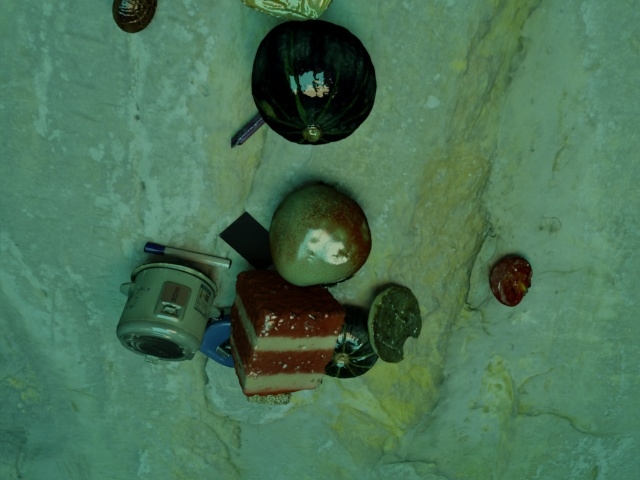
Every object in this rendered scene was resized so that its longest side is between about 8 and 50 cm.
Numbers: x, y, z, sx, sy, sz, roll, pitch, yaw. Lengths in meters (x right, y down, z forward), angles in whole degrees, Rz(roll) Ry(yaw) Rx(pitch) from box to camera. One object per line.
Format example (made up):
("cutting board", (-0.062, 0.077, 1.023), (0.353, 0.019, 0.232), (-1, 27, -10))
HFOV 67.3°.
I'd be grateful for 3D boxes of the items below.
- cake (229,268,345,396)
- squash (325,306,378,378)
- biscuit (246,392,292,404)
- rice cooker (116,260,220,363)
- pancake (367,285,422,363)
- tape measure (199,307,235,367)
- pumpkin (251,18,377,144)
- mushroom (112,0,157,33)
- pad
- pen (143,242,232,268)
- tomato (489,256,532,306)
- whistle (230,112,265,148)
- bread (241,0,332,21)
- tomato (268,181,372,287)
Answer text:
("cake", (-0.124, 0.273, 1.455), (0.269, 0.270, 0.320), (5, 115, -28))
("squash", (0.078, 0.346, 1.614), (0.252, 0.165, 0.252), (2, 119, 3))
("biscuit", (-0.189, 0.566, 1.785), (0.168, 0.082, 0.070), (7, 109, 0))
("rice cooker", (-0.456, 0.202, 1.450), (0.316, 0.317, 0.264), (19, 144, -12))
("pancake", (0.242, 0.270, 1.568), (0.253, 0.037, 0.254), (0, 90, -36))
("tape measure", (-0.265, 0.377, 1.666), (0.351, 0.098, 0.215), (40, 113, -24))
("pumpkin", (-0.019, -0.349, 1.133), (0.315, 0.239, 0.315), (0, 159, 0))
("mushroom", (-0.432, -0.548, 1.122), (0.085, 0.109, 0.126), (16, 135, -16))
("pad", (-0.208, 0.008, 1.504), (0.127, 0.004, 0.190), (-37, 114, 18))
("pen", (-0.413, 0.049, 1.506), (0.269, 0.033, 0.033), (12, 119, -8))
("tomato", (0.600, 0.125, 1.544), (0.139, 0.091, 0.159), (31, 88, -28))
("whistle", (-0.181, -0.312, 1.303), (0.176, 0.033, 0.033), (-38, 114, 18))
("bread", (-0.085, -0.604, 1.079), (0.250, 0.133, 0.179), (13, 120, -7))
("tomato", (0.000, 0.000, 1.367), (0.303, 0.239, 0.304), (1, 123, 1))
